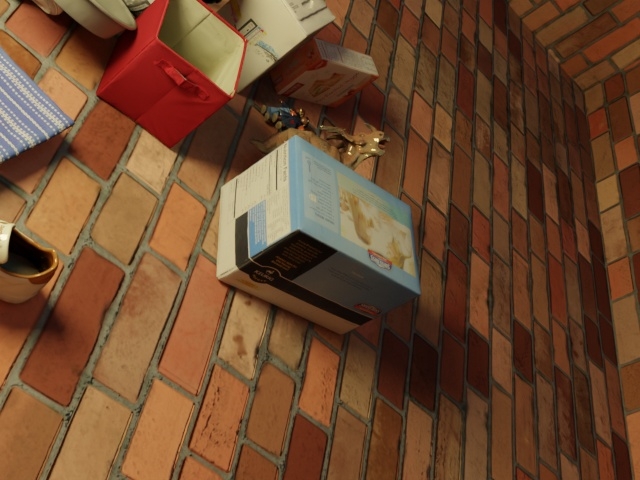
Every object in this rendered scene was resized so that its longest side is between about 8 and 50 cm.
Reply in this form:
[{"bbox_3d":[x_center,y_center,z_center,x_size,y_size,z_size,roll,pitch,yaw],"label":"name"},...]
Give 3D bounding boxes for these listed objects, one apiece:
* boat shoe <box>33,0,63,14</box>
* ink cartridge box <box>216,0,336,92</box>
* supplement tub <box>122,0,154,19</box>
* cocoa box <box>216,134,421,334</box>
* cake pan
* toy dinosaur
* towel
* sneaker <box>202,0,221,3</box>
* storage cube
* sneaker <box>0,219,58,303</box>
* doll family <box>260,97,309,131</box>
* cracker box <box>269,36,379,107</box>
[{"bbox_3d":[-0.538,-0.468,1.496,0.184,0.066,0.063,52,59,-25],"label":"boat shoe"},{"bbox_3d":[-0.122,-0.477,1.869,0.168,0.232,0.171,53,34,-9],"label":"ink cartridge box"},{"bbox_3d":[-0.316,-0.469,1.684,0.190,0.117,0.117,51,31,-42],"label":"supplement tub"},{"bbox_3d":[0.000,0.000,1.666,0.347,0.228,0.231,28,45,-37],"label":"cocoa box"},{"bbox_3d":[-0.451,-0.473,1.506,0.293,0.054,0.293,48,10,-11],"label":"cake pan"},{"bbox_3d":[-0.019,-0.189,1.801,0.295,0.127,0.200,18,69,-18],"label":"toy dinosaur"},{"bbox_3d":[-0.555,-0.211,1.264,0.243,0.040,0.336,47,35,-3],"label":"towel"},{"bbox_3d":[-0.211,-0.546,1.706,0.108,0.121,0.302,33,22,8],"label":"sneaker"},{"bbox_3d":[-0.277,-0.330,1.598,0.183,0.193,0.215,36,40,-30],"label":"storage cube"},{"bbox_3d":[-0.493,-0.009,1.147,0.290,0.123,0.106,24,49,-38],"label":"sneaker"},{"bbox_3d":[-0.058,-0.247,1.914,0.111,0.076,0.193,-10,76,-34],"label":"doll family"},{"bbox_3d":[0.012,-0.403,2.051,0.232,0.155,0.067,3,63,-50],"label":"cracker box"}]
